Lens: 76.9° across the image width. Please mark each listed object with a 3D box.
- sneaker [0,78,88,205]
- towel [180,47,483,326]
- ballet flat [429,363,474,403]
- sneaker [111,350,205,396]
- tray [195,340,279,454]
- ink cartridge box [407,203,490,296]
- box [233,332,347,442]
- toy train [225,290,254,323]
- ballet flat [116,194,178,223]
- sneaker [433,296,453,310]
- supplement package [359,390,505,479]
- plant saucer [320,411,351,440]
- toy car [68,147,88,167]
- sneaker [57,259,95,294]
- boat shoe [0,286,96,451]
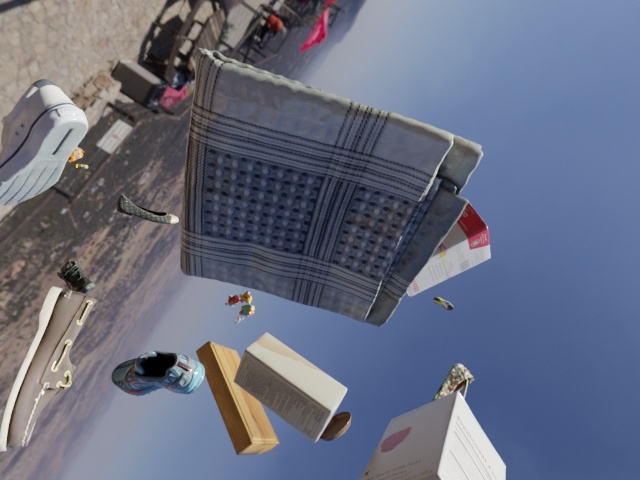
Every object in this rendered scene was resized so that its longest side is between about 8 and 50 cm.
[{"bbox_3d":[-0.473,-0.152,0.655,0.258,0.091,0.094,-34,176,22],"label":"sneaker"},{"bbox_3d":[-0.010,-0.025,0.493,0.056,0.323,0.313,-82,-170,-54],"label":"towel"},{"bbox_3d":[0.387,0.477,1.219,0.241,0.077,0.091,-46,143,-25],"label":"ballet flat"},{"bbox_3d":[-0.416,0.307,0.987,0.261,0.125,0.104,-9,-133,18],"label":"sneaker"},{"bbox_3d":[-0.310,0.578,1.498,0.076,0.203,0.411,-37,-123,2],"label":"tray"},{"bbox_3d":[0.385,0.035,1.325,0.305,0.226,0.131,-27,-124,8],"label":"ink cartridge box"},{"bbox_3d":[-0.093,0.436,1.213,0.121,0.310,0.148,-30,148,-60],"label":"box"},{"bbox_3d":[-0.346,0.292,1.766,0.125,0.046,0.166,-34,-136,1],"label":"toy train"},{"bbox_3d":[-0.495,-0.084,1.161,0.057,0.173,0.049,29,-80,59],"label":"ballet flat"},{"bbox_3d":[0.478,0.240,1.562,0.031,0.083,0.035,-62,163,17],"label":"sneaker"},{"bbox_3d":[0.203,0.434,0.718,0.177,0.176,0.293,-35,170,22],"label":"supplement package"},{"bbox_3d":[0.067,0.806,1.739,0.168,0.029,0.168,-32,180,0],"label":"plant saucer"},{"bbox_3d":[-0.691,-0.245,1.157,0.122,0.040,0.060,173,-81,-74],"label":"toy car"},{"bbox_3d":[-0.897,0.144,1.470,0.087,0.130,0.227,-42,-157,-21],"label":"sneaker"},{"bbox_3d":[-0.554,0.252,0.827,0.116,0.096,0.325,-44,-141,42],"label":"boat shoe"}]
